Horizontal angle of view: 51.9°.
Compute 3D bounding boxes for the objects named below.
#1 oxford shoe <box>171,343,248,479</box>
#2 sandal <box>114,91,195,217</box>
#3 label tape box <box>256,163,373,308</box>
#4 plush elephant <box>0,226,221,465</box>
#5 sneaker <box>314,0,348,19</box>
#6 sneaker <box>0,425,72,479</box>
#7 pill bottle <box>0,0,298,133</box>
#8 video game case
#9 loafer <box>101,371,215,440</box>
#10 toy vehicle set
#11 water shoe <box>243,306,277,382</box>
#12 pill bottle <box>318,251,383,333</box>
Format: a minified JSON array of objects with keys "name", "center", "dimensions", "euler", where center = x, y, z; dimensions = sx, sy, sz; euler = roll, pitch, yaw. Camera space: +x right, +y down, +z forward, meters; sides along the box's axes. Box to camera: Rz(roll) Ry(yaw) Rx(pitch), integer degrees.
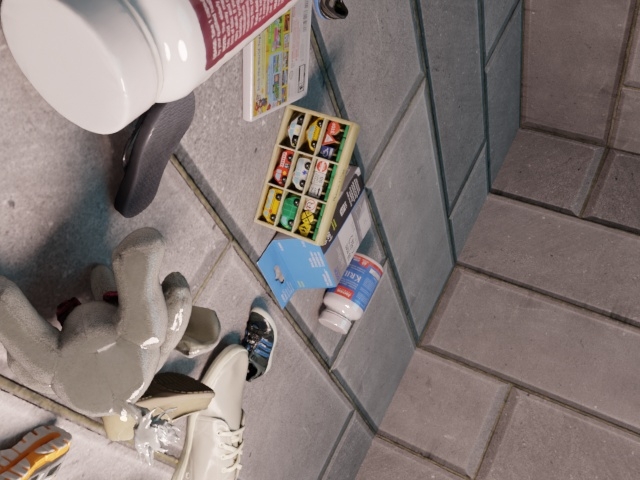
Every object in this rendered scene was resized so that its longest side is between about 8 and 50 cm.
[{"name":"oxford shoe","center":[-0.227,0.453,1.482],"dimensions":[0.169,0.130,0.449],"euler":[9,98,-63]},{"name":"sandal","center":[-0.265,-0.135,0.988],"dimensions":[0.254,0.054,0.097],"euler":[-54,171,35]},{"name":"label tape box","center":[0.000,0.000,1.638],"dimensions":[0.333,0.106,0.240],"euler":[-59,152,-24]},{"name":"plush elephant","center":[-0.303,0.138,0.990],"dimensions":[0.272,0.255,0.329],"euler":[-25,103,-5]},{"name":"sneaker","center":[0.018,-0.523,1.323],"dimensions":[0.067,0.078,0.188],"euler":[-60,153,-21]},{"name":"sneaker","center":[-0.464,0.358,0.985],"dimensions":[0.215,0.084,0.083],"euler":[-14,125,-62]},{"name":"pill bottle","center":[-0.196,-0.324,0.862],"dimensions":[0.392,0.224,0.224],"euler":[-52,150,-35]},{"name":"video game case","center":[-0.084,-0.370,1.293],"dimensions":[0.206,0.026,0.226],"euler":[-39,142,-49]},{"name":"loafer","center":[-0.312,0.316,1.251],"dimensions":[0.269,0.102,0.092],"euler":[9,101,-55]},{"name":"toy vehicle set","center":[-0.032,-0.140,1.398],"dimensions":[0.035,0.166,0.266],"euler":[2,105,-65]},{"name":"water shoe","center":[-0.151,0.252,1.553],"dimensions":[0.080,0.073,0.203],"euler":[-37,139,-46]},{"name":"pill bottle","center":[0.084,0.153,1.898],"dimensions":[0.221,0.124,0.124],"euler":[-62,154,-19]}]
